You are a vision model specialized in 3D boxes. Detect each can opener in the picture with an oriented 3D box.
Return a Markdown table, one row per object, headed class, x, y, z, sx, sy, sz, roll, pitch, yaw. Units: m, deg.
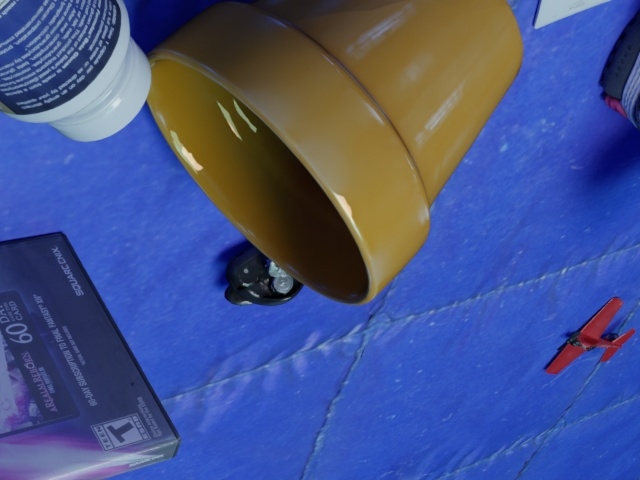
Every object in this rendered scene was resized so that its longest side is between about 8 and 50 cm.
| class | x | y | z | sx | sy | sz | roll | pitch | yaw |
| --- | --- | --- | --- | --- | --- | --- | --- | --- | --- |
| can opener | 0.000 | 0.000 | 0.968 | 0.186 | 0.073 | 0.059 | -29 | 110 | -16 |

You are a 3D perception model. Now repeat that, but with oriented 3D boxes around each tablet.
| class | x | y | z | sx | sy | sz | roll | pitch | yaw |
| --- | --- | --- | --- | --- | --- | --- | --- | --- | --- |
| tablet | 0.213 | -0.205 | 0.922 | 0.083 | 0.006 | 0.054 | -24 | 148 | -19 |

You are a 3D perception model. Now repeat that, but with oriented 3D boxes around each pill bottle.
| class | x | y | z | sx | sy | sz | roll | pitch | yaw |
| --- | --- | --- | --- | --- | --- | --- | --- | --- | --- |
| pill bottle | -0.159 | -0.119 | 0.591 | 0.094 | 0.094 | 0.169 | -37 | 149 | 4 |

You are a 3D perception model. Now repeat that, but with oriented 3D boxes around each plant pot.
| class | x | y | z | sx | sy | sz | roll | pitch | yaw |
| --- | --- | --- | --- | --- | --- | --- | --- | --- | --- |
| plant pot | 0.022 | -0.095 | 0.727 | 0.188 | 0.205 | 0.205 | -44 | 153 | -17 |

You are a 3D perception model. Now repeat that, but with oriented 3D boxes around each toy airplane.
| class | x | y | z | sx | sy | sz | roll | pitch | yaw |
| --- | --- | --- | --- | --- | --- | --- | --- | --- | --- |
| toy airplane | 0.376 | 0.140 | 1.543 | 0.151 | 0.028 | 0.151 | -25 | 147 | -18 |

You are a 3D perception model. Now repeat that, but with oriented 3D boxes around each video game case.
| class | x | y | z | sx | sy | sz | roll | pitch | yaw |
| --- | --- | --- | --- | --- | --- | --- | --- | --- | --- |
| video game case | -0.249 | 0.089 | 0.694 | 0.274 | 0.196 | 0.026 | -11 | 140 | -35 |

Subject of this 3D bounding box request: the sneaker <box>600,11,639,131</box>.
| class | x | y | z | sx | sy | sz | roll | pitch | yaw |
| --- | --- | --- | --- | --- | --- | --- | --- | --- | --- |
| sneaker | 0.342 | -0.196 | 0.959 | 0.121 | 0.112 | 0.299 | -23 | 147 | -19 |
